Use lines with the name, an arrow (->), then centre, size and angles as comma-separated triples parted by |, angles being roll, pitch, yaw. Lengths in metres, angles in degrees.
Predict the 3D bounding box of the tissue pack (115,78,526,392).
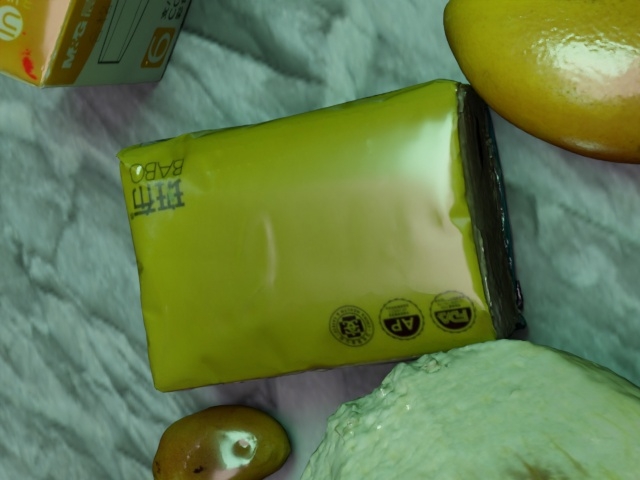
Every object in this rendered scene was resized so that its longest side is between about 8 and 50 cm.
tissue pack -> 0.000, 0.000, 1.109 | 0.271, 0.134, 0.192 | -11, 90, 20

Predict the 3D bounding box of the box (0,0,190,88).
box -> -0.146, -0.245, 1.096 | 0.091, 0.221, 0.274 | 25, 105, 13

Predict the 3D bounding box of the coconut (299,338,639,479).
coconut -> 0.134, 0.274, 0.944 | 0.415, 0.344, 0.415 | -10, 78, 58

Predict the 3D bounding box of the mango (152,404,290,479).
mango -> -0.079, 0.169, 1.194 | 0.114, 0.060, 0.080 | -16, 74, 23

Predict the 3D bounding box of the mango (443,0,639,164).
mango -> 0.187, -0.127, 1.034 | 0.219, 0.112, 0.145 | 14, 76, 16
